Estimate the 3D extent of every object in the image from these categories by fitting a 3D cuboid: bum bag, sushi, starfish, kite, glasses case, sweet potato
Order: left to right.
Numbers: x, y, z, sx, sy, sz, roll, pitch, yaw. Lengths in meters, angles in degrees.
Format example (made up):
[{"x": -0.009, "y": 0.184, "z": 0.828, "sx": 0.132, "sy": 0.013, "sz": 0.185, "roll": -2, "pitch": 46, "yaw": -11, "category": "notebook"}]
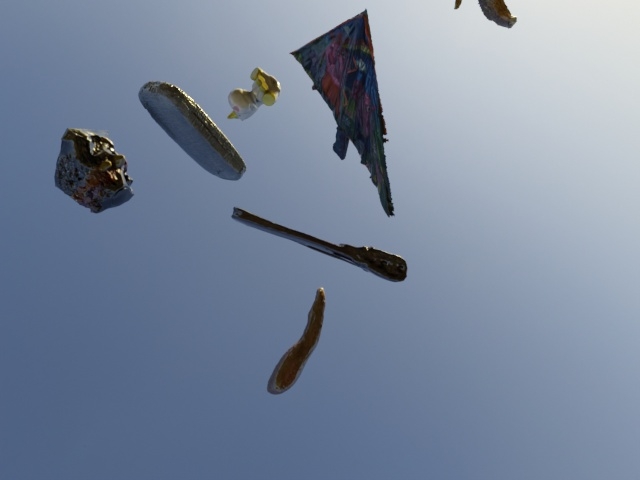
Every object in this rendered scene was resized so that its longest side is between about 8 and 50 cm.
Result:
[{"x": -0.541, "y": -0.154, "z": 0.999, "sx": 0.150, "sy": 0.172, "sz": 0.153, "roll": 39, "pitch": -165, "yaw": -2, "category": "sushi"}, {"x": -0.262, "y": -0.221, "z": 0.870, "sx": 0.282, "sy": 0.109, "sz": 0.067, "roll": 48, "pitch": -121, "yaw": -51, "category": "glasses case"}, {"x": -0.033, "y": 0.189, "z": 0.755, "sx": 0.050, "sy": 0.050, "sz": 0.214, "roll": 31, "pitch": -99, "yaw": -13, "category": "sweet potato"}, {"x": 0.000, "y": 0.000, "z": 0.384, "sx": 0.159, "sy": 0.109, "sz": 0.026, "roll": 21, "pitch": -90, "yaw": 0, "category": "bum bag"}, {"x": 0.029, "y": -0.189, "z": 0.525, "sx": 0.016, "sy": 0.234, "sz": 0.321, "roll": -22, "pitch": -113, "yaw": -15, "category": "kite"}, {"x": 0.324, "y": -0.576, "z": 0.805, "sx": 0.060, "sy": 0.299, "sz": 0.302, "roll": -17, "pitch": -63, "yaw": -4, "category": "starfish"}]

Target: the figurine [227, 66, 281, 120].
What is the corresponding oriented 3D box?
[{"x": -0.190, "y": -0.387, "z": 1.135, "sx": 0.109, "sy": 0.178, "sz": 0.129, "roll": 56, "pitch": -167, "yaw": -3, "category": "figurine"}]
